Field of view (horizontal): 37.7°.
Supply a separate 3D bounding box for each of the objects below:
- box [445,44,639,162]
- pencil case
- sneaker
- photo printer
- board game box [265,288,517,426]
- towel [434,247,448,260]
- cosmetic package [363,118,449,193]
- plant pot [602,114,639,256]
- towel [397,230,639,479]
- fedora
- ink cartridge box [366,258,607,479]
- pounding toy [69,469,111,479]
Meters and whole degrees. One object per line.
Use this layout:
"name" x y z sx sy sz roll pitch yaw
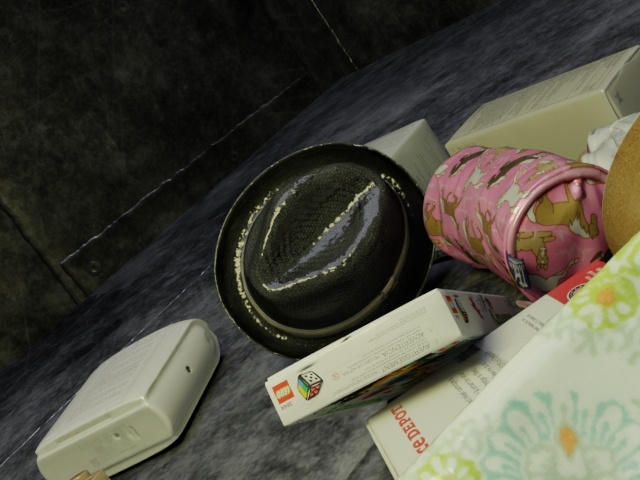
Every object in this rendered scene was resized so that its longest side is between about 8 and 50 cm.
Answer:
"box" 0.364 -0.174 1.452 0.311 0.121 0.148 -15 25 52
"pencil case" 0.241 -0.023 1.142 0.167 0.160 0.386 -48 13 2
"sneaker" 0.404 -0.100 1.153 0.152 0.114 0.305 -28 16 26
"photo printer" -0.307 0.258 1.566 0.256 0.107 0.307 -29 15 20
"board game box" 0.092 0.119 0.985 0.193 0.053 0.305 -30 -15 18
"towel" 0.209 -0.005 1.463 0.152 0.023 0.113 -23 16 44
"cosmetic package" 0.061 -0.028 1.591 0.217 0.156 0.385 -20 22 45
"plant pot" 0.386 0.001 0.723 0.237 0.237 0.254 -33 31 4
"towel" 0.261 0.120 0.516 0.374 0.090 0.320 -42 49 -11
"fedora" 0.000 0.000 1.298 0.334 0.334 0.152 -36 -14 -4
"ink cartridge box" 0.195 0.154 0.810 0.273 0.114 0.197 -34 14 -1
"pounding toy" -0.339 0.394 1.266 0.181 0.094 0.206 -34 5 19
